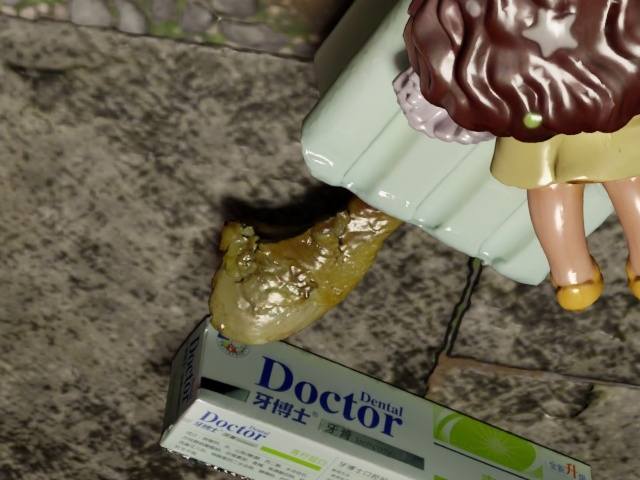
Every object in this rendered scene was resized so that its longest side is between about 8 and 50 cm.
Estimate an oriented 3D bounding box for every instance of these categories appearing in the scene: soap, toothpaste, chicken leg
[{"bbox_3d":[0.128,-0.118,0.664,0.173,0.095,0.289,26,130,-19],"label":"soap"},{"bbox_3d":[0.050,0.159,0.948,0.336,0.081,0.067,24,130,-19],"label":"toothpaste"},{"bbox_3d":[0.000,0.000,0.813,0.178,0.070,0.093,-30,120,20],"label":"chicken leg"}]

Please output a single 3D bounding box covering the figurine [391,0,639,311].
[{"bbox_3d":[0.107,-0.079,0.558,0.175,0.116,0.240,-10,131,14],"label":"figurine"}]
